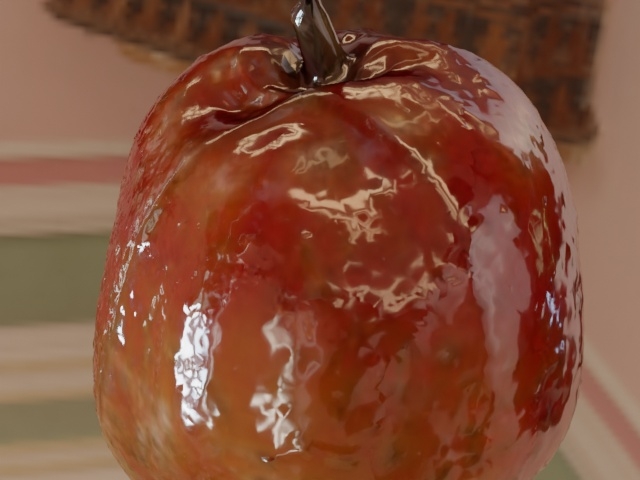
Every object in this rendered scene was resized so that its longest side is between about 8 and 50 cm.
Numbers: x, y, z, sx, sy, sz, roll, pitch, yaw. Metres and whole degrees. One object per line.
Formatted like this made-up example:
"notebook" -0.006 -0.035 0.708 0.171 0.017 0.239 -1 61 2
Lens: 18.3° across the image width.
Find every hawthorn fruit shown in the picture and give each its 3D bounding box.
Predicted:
"hawthorn fruit" 0.000 0.000 0.952 0.254 0.300 0.254 -9 -146 6
